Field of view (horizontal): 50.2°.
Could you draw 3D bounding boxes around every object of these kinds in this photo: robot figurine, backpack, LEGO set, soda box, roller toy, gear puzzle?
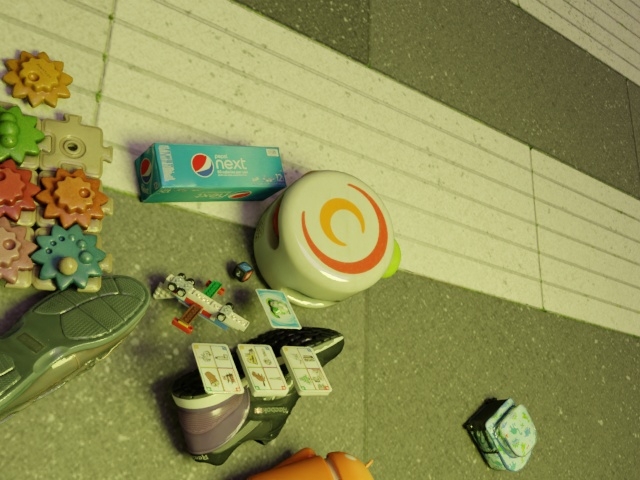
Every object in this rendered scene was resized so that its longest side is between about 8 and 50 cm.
[{"bbox_3d":[-0.018,0.352,0.897,0.220,0.158,0.128,-12,84,-13],"label":"robot figurine"},{"bbox_3d":[0.336,0.355,1.232,0.105,0.084,0.114,-30,98,-38],"label":"backpack"},{"bbox_3d":[-0.111,0.119,0.914,0.183,0.060,0.244,8,37,-35],"label":"LEGO set"},{"bbox_3d":[-0.157,-0.098,1.001,0.210,0.071,0.067,-3,76,-39],"label":"soda box"},{"bbox_3d":[0.000,0.000,1.045,0.191,0.146,0.209,-32,88,-33],"label":"roller toy"},{"bbox_3d":[-0.343,-0.100,0.847,0.176,0.044,0.338,7,63,-29],"label":"gear puzzle"}]

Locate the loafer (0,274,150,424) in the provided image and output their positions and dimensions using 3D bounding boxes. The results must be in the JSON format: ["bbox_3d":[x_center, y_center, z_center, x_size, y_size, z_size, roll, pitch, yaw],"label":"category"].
[{"bbox_3d":[-0.319,0.131,0.806,0.096,0.084,0.268,38,44,17],"label":"loafer"}]

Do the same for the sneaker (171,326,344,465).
[{"bbox_3d":[-0.077,0.213,0.962,0.283,0.107,0.124,-19,106,-40],"label":"sneaker"}]
